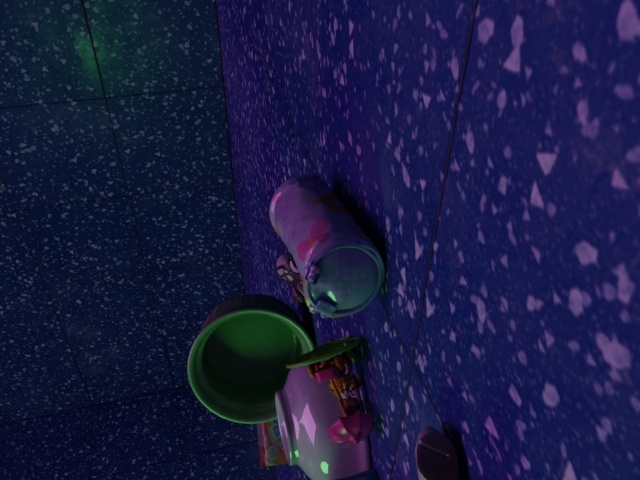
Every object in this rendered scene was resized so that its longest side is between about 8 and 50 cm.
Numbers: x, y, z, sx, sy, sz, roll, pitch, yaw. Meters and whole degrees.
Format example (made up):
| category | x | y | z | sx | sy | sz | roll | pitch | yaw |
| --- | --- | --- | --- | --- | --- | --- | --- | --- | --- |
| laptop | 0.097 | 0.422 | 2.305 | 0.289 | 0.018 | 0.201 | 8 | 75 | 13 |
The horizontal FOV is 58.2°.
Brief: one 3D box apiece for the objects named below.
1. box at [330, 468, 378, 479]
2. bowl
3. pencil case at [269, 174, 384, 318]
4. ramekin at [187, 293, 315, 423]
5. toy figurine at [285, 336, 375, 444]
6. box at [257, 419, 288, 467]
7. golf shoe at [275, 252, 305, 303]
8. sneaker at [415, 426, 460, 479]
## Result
| category | x | y | z | sx | sy | sz | roll | pitch | yaw |
| --- | --- | --- | --- | --- | --- | --- | --- | --- | --- |
| box | 0.051 | 0.509 | 1.037 | 0.060 | 0.101 | 0.244 | -113 | 18 | -46 |
| bowl | -0.010 | 0.354 | 1.126 | 0.298 | 0.134 | 0.297 | 170 | 90 | -78 |
| pencil case | 0.000 | 0.000 | 0.856 | 0.273 | 0.114 | 0.124 | -118 | 45 | -59 |
| ramekin | -0.165 | 0.278 | 1.412 | 0.148 | 0.304 | 0.303 | -112 | 16 | -72 |
| toy figurine | 0.034 | 0.253 | 0.950 | 0.173 | 0.130 | 0.159 | 4 | -114 | -80 |
| box | -0.103 | 0.559 | 1.643 | 0.300 | 0.142 | 0.154 | 111 | 153 | -66 |
| golf shoe | -0.040 | 0.055 | 1.210 | 0.198 | 0.077 | 0.093 | -135 | 48 | -58 |
| sneaker | 0.135 | 0.279 | 0.629 | 0.061 | 0.054 | 0.152 | 33 | -131 | -85 |
